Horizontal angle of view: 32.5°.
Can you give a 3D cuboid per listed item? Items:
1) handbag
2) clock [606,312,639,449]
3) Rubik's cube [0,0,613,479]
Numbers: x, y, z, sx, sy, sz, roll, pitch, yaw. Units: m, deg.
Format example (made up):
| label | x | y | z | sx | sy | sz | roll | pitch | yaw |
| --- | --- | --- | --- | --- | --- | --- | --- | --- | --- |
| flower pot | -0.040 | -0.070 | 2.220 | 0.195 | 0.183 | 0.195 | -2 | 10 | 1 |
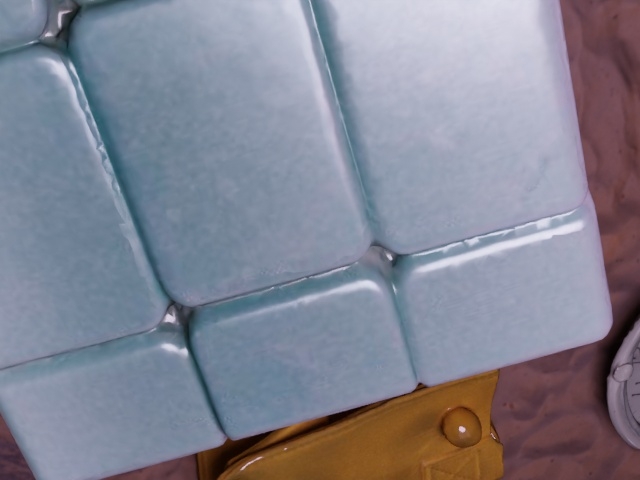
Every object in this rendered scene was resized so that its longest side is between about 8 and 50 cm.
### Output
| label | x | y | z | sx | sy | sz | roll | pitch | yaw |
| --- | --- | --- | --- | --- | --- | --- | --- | --- | --- |
| handbag | 0.045 | 0.284 | 1.009 | 0.283 | 0.133 | 0.401 | -15 | 121 | -16 |
| clock | 0.373 | 0.105 | 1.055 | 0.236 | 0.053 | 0.236 | -8 | 122 | -14 |
| Rubik's cube | -0.051 | -0.108 | 0.615 | 0.316 | 0.319 | 0.322 | -17 | 118 | 4 |
